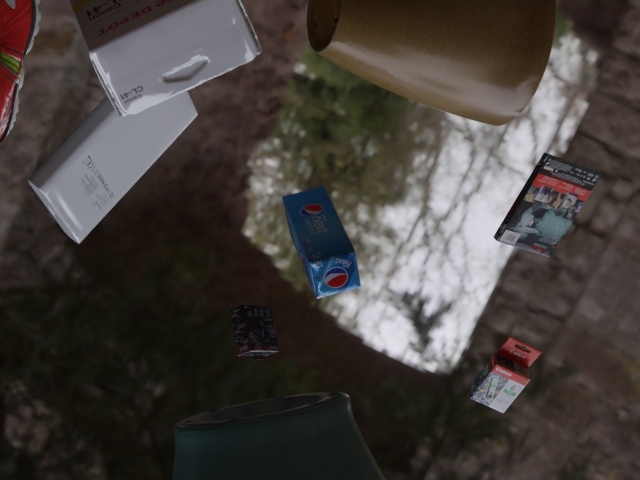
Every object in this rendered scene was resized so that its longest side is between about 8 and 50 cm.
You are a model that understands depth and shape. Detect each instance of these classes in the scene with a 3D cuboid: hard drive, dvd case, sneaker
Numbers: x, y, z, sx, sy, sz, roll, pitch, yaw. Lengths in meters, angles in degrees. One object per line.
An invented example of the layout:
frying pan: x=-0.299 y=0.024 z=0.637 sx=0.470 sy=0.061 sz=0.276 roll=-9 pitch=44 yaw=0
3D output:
hard drive: x=-0.338 y=-0.157 z=2.342 sx=0.040 sy=0.307 sz=0.203 roll=34 pitch=164 yaw=23
dvd case: x=0.265 y=-0.040 z=1.652 sx=0.087 sy=0.119 sz=0.013 roll=15 pitch=-157 yaw=-31
sneaker: x=-0.424 y=-0.236 z=1.797 sx=0.107 sy=0.279 sz=0.118 roll=9 pitch=-159 yaw=2

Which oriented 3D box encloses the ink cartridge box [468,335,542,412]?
ink cartridge box: x=0.280 y=0.203 z=2.131 sx=0.063 sy=0.115 sz=0.029 roll=25 pitch=-149 yaw=-15

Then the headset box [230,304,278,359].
headset box: x=-0.102 y=0.144 z=2.188 sx=0.062 sy=0.032 sz=0.083 roll=4 pitch=-111 yaw=-45

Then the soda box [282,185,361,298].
soda box: x=0.000 y=0.000 z=2.116 sx=0.071 sy=0.067 sz=0.210 roll=-14 pitch=-148 yaw=-6

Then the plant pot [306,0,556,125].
plant pot: x=0.122 y=-0.274 z=1.742 sx=0.254 sy=0.237 sz=0.237 roll=6 pitch=-153 yaw=-22

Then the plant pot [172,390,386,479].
plant pot: x=-0.040 y=0.291 z=1.429 sx=0.272 sy=0.255 sz=0.271 roll=-10 pitch=179 yaw=0

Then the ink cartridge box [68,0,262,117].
ink cartridge box: x=-0.239 y=-0.345 z=2.024 sx=0.226 sy=0.131 sz=0.306 roll=-26 pitch=-139 yaw=-2
